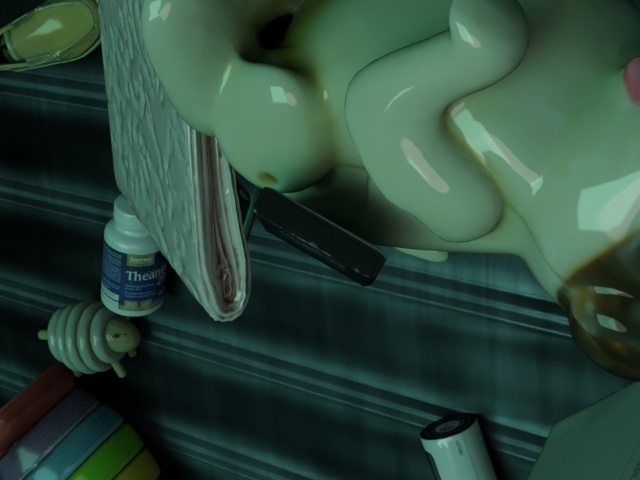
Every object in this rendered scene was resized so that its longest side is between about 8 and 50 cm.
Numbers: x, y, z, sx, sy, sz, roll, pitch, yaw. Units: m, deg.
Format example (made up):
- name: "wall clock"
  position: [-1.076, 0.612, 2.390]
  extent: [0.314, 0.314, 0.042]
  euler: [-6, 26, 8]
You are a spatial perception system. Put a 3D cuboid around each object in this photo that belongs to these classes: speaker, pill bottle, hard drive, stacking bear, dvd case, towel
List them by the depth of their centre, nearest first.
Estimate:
- name: "hard drive"
  position: [0.000, 0.000, 0.952]
  extent: [0.094, 0.135, 0.022]
  euler: [29, 86, 3]
- name: "towel"
  position: [-0.134, -0.133, 1.176]
  extent: [0.332, 0.053, 0.317]
  euler: [-134, 38, -61]
- name: "speaker"
  position: [0.137, 0.230, 1.226]
  extent: [0.055, 0.055, 0.136]
  euler: [-10, 104, 43]
- name: "dvd case"
  position: [-0.111, -0.057, 1.331]
  extent: [0.119, 0.013, 0.087]
  euler: [38, 131, 23]
- name: "pill bottle"
  position: [-0.191, 0.013, 1.397]
  extent: [0.067, 0.067, 0.120]
  euler: [28, 127, 28]
- name: "stacking bear"
  position: [-0.248, 0.291, 1.524]
  extent: [0.289, 0.164, 0.175]
  euler: [46, 137, 0]

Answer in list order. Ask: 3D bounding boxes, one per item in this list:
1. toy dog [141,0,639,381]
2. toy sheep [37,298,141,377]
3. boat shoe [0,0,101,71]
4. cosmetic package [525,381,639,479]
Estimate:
- name: "toy dog"
  position: [0.126, -0.066, 0.939]
  extent: [0.408, 0.284, 0.395]
  euler: [26, 138, 30]
- name: "toy sheep"
  position: [-0.256, 0.107, 1.489]
  extent: [0.132, 0.091, 0.091]
  euler: [-5, 108, 23]
- name: "boat shoe"
  position: [-0.287, -0.203, 1.371]
  extent: [0.190, 0.072, 0.068]
  euler: [-17, 98, 44]
- name: "cosmetic package"
  position: [0.329, 0.254, 0.832]
  extent: [0.329, 0.327, 0.393]
  euler: [45, 134, -5]
